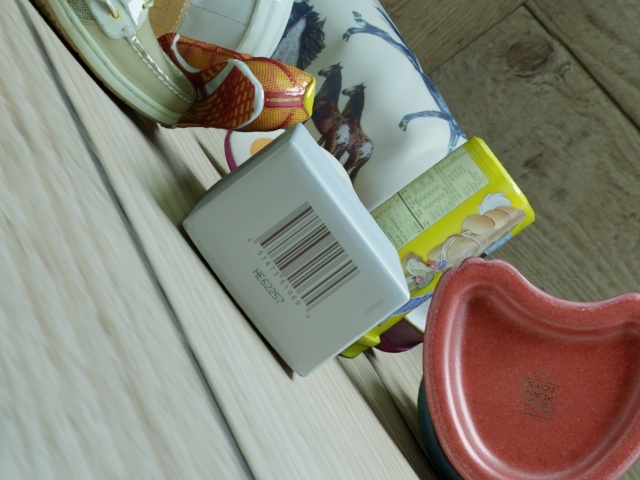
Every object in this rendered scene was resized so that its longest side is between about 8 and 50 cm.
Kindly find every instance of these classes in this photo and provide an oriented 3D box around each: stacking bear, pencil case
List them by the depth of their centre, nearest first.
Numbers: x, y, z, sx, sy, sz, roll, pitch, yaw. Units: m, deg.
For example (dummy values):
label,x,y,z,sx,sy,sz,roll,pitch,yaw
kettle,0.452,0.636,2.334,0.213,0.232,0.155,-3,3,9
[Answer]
label,x,y,z,sx,sy,sz,roll,pitch,yaw
stacking bear,0.147,0.122,1.388,0.175,0.164,0.289,14,-8,1
pencil case,-0.002,-0.138,1.693,0.410,0.183,0.160,58,12,27

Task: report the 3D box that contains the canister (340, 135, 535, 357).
label,x,y,z,sx,sy,sz,roll,pitch,yaw
canister,0.066,0.005,1.323,0.073,0.170,0.126,54,5,11

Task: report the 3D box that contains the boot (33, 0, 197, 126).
label,x,y,z,sx,sy,sz,roll,pitch,yaw
boot,-0.100,-0.188,1.129,0.213,0.165,0.077,52,5,-25

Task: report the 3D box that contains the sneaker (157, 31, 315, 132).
label,x,y,z,sx,sy,sz,roll,pitch,yaw
sneaker,-0.064,-0.098,1.223,0.067,0.064,0.175,0,15,-33

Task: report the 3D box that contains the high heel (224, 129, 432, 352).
label,x,y,z,sx,sy,sz,roll,pitch,yaw
high heel,0.000,0.000,1.457,0.244,0.082,0.117,38,-20,-20

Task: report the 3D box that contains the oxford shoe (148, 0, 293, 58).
label,x,y,z,sx,sy,sz,roll,pitch,yaw
oxford shoe,-0.139,-0.271,1.564,0.130,0.169,0.449,11,22,-22

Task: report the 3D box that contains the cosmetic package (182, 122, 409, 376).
label,x,y,z,sx,sy,sz,roll,pitch,yaw
cosmetic package,-0.013,-0.001,1.141,0.117,0.085,0.231,53,3,-4
